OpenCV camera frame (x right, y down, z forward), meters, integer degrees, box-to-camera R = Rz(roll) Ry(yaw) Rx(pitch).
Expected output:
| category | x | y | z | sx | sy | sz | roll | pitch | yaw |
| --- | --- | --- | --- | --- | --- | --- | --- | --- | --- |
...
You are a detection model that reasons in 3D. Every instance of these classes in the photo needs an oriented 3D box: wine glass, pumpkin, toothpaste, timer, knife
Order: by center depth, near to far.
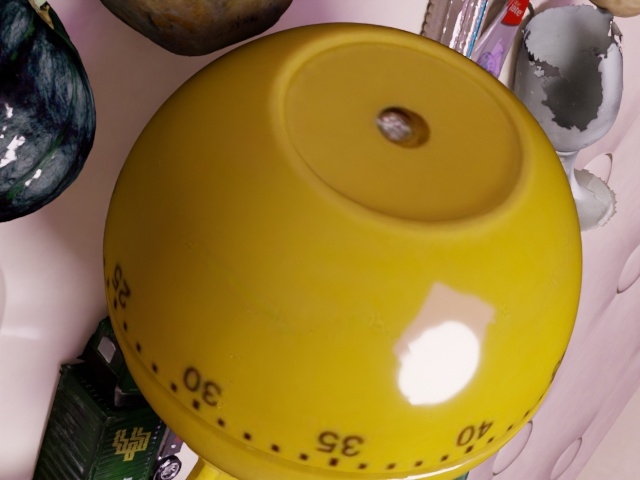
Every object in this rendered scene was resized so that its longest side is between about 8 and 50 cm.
| category | x | y | z | sx | sy | sz | roll | pitch | yaw |
| --- | --- | --- | --- | --- | --- | --- | --- | --- | --- |
| pumpkin | -0.199 | -0.101 | 0.418 | 0.140 | 0.202 | 0.202 | -35 | 144 | 1 |
| timer | 0.002 | 0.041 | 0.616 | 0.376 | 0.376 | 0.387 | -29 | 154 | -33 |
| knife | 0.141 | -0.197 | 0.860 | 0.043 | 0.089 | 0.365 | -86 | -174 | -64 |
| toothpaste | 0.179 | -0.171 | 0.946 | 0.075 | 0.048 | 0.301 | 15 | 104 | -50 |
| wine glass | 0.325 | -0.149 | 1.061 | 0.143 | 0.143 | 0.321 | -42 | 141 | -18 |

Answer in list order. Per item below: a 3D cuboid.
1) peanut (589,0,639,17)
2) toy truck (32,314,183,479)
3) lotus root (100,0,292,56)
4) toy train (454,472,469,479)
| category | x | y | z | sx | sy | sz | roll | pitch | yaw |
| --- | --- | --- | --- | --- | --- | --- | --- | --- | --- |
| peanut | 0.358 | -0.363 | 0.927 | 0.129 | 0.129 | 0.224 | -41 | 145 | -20 |
| toy truck | -0.186 | 0.178 | 0.761 | 0.121 | 0.088 | 0.259 | -4 | 122 | -48 |
| lotus root | -0.091 | -0.235 | 0.473 | 0.160 | 0.152 | 0.274 | -38 | 142 | -17 |
| toy train | 0.047 | 0.352 | 1.053 | 0.299 | 0.238 | 0.166 | -20 | 129 | -42 |
